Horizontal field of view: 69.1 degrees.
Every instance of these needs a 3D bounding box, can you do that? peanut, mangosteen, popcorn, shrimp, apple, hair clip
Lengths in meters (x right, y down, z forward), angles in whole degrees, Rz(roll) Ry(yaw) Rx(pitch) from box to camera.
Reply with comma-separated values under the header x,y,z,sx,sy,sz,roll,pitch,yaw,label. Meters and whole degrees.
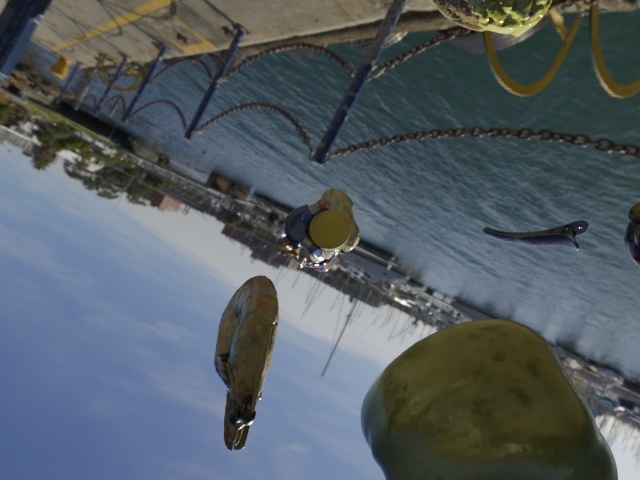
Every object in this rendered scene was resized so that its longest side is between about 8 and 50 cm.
x,y,z,sx,sy,sz,roll,pitch,yaw,label
0.062,-0.066,1.392,0.090,0.099,0.214,23,-133,-54,peanut
0.327,-0.007,0.432,0.081,0.081,0.081,27,177,1,mangosteen
0.301,-0.381,0.730,0.116,0.121,0.106,62,-158,11,popcorn
-0.142,0.201,0.814,0.077,0.317,0.168,30,137,-28,shrimp
0.260,0.341,0.764,0.311,0.360,0.320,53,-165,-39,apple
0.544,-0.016,1.221,0.275,0.083,0.048,3,142,50,hair clip

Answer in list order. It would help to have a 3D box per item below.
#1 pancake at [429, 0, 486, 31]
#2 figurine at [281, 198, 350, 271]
x,y,z,sx,sy,sz,roll,pitch,yaw,label
0.441,-0.768,1.386,0.387,0.082,0.387,35,175,3,pancake
-0.009,-0.002,1.190,0.158,0.161,0.275,13,170,4,figurine
